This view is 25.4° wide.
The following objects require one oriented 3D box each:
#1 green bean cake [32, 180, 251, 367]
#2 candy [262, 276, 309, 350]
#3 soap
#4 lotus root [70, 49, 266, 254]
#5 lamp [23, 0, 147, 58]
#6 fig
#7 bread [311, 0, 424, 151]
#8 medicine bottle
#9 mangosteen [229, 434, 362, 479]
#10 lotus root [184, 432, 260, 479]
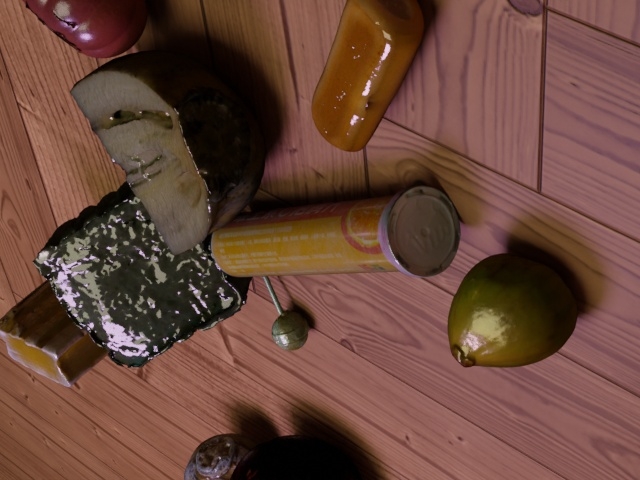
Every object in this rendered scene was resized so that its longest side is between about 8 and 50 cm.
[{"bbox_3d":[-0.251,0.040,2.050,0.255,0.132,0.241,-33,109,20],"label":"green bean cake"},{"bbox_3d":[-0.072,0.069,2.060,0.061,0.061,0.202,-1,118,54],"label":"candy"},{"bbox_3d":[-0.353,0.096,2.219,0.173,0.274,0.089,19,140,41],"label":"soap"},{"bbox_3d":[-0.170,-0.143,1.818,0.267,0.149,0.260,57,153,-6],"label":"lotus root"},{"bbox_3d":[-0.293,-0.314,1.783,0.182,0.140,0.182,43,180,0],"label":"lamp"},{"bbox_3d":[0.216,0.083,1.614,0.136,0.121,0.153,41,126,1],"label":"fig"},{"bbox_3d":[0.051,-0.189,1.540,0.092,0.074,0.239,48,152,13],"label":"bread"},{"bbox_3d":[0.000,0.000,1.805,0.426,0.108,0.108,-5,122,55],"label":"medicine bottle"},{"bbox_3d":[-0.038,0.412,2.287,0.228,0.228,0.265,54,-170,-12],"label":"mangosteen"},{"bbox_3d":[-0.128,0.465,2.480,0.175,0.175,0.349,15,143,44],"label":"lotus root"}]
